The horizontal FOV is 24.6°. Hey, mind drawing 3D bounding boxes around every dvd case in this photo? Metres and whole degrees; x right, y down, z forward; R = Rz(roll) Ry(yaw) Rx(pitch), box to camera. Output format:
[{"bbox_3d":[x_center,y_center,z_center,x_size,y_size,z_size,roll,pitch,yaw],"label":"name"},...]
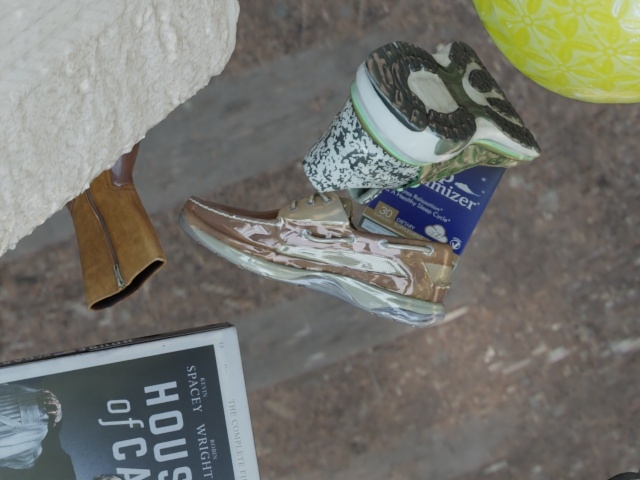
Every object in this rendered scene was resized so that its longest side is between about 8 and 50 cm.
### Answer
[{"bbox_3d":[-0.156,0.159,0.911,0.239,0.029,0.179,-10,95,-12],"label":"dvd case"}]

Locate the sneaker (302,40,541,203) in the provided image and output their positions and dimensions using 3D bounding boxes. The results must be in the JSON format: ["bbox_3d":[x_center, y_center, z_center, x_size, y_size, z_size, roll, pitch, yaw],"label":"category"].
[{"bbox_3d":[0.104,-0.118,1.641,0.182,0.158,0.410,-36,164,25],"label":"sneaker"}]

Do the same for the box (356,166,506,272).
[{"bbox_3d":[0.154,-0.074,1.901,0.136,0.225,0.036,28,145,4],"label":"box"}]

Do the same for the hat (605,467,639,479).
[{"bbox_3d":[0.409,0.184,1.451,0.331,0.134,0.331,0,172,0],"label":"hat"}]

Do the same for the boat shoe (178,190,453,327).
[{"bbox_3d":[0.000,0.000,1.686,0.324,0.123,0.116,19,94,-1],"label":"boat shoe"}]

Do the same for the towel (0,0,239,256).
[{"bbox_3d":[-0.108,-0.103,0.611,0.049,0.282,0.187,17,129,19],"label":"towel"}]

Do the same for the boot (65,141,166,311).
[{"bbox_3d":[-0.267,-0.081,2.016,0.264,0.280,0.096,-37,142,24],"label":"boot"}]

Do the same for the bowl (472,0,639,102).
[{"bbox_3d":[0.253,-0.230,1.009,0.289,0.156,0.289,-7,106,-27],"label":"bowl"}]
